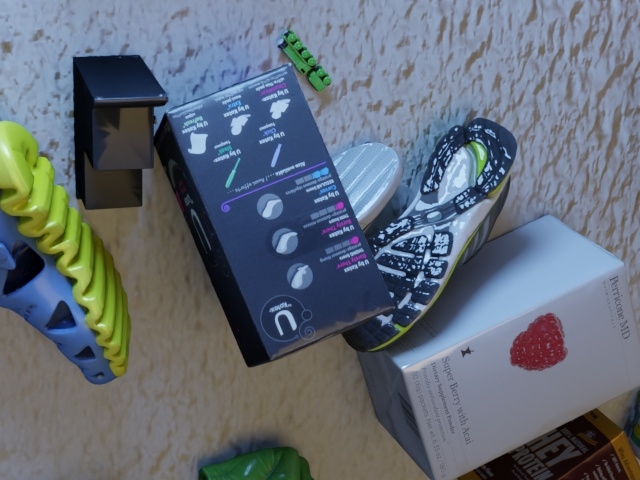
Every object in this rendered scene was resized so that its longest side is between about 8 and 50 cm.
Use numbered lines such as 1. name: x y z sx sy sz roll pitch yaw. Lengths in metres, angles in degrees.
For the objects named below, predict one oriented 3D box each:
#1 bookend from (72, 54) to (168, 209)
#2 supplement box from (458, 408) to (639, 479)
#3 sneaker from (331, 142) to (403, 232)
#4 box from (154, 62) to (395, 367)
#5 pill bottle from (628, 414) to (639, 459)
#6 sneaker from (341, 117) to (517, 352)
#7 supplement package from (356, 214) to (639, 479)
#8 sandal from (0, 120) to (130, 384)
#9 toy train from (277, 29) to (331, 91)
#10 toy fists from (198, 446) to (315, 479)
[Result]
1. bookend: -0.203 -0.092 1.466 0.072 0.157 0.156 -4 112 -16
2. supplement box: 0.313 0.336 1.884 0.194 0.129 0.191 -34 120 -7
3. sneaker: 0.000 0.000 1.647 0.258 0.094 0.091 -46 149 -3
4. box: -0.054 -0.020 1.497 0.143 0.165 0.270 -23 87 -13
5. pill bottle: 0.498 0.203 1.915 0.118 0.117 0.208 14 105 -27
6. sneaker: 0.132 0.010 1.655 0.300 0.111 0.121 -52 153 -10
7. supplement package: 0.209 0.124 1.724 0.293 0.175 0.177 -25 118 -13
8. sandal: -0.301 0.027 1.510 0.138 0.126 0.317 -23 119 8
9. toy train: -0.018 -0.196 1.586 0.024 0.017 0.083 -38 121 8
10. toy fists: -0.061 0.377 1.761 0.142 0.096 0.279 -12 114 -20
